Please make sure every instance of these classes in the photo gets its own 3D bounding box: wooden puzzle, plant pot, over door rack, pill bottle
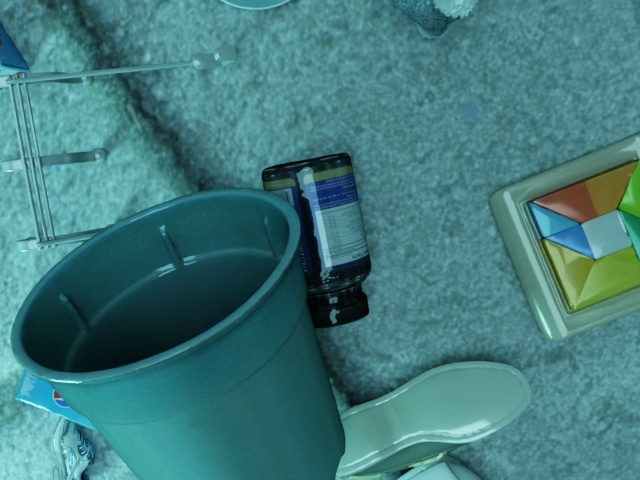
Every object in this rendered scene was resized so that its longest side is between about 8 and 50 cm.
[{"bbox_3d":[0.375,-0.004,1.024,0.239,0.044,0.220,-22,89,8],"label":"wooden puzzle"},{"bbox_3d":[-0.136,0.166,0.938,0.341,0.341,0.334,-16,121,6],"label":"plant pot"},{"bbox_3d":[-0.262,-0.121,1.049,0.324,0.108,0.239,-9,99,-8],"label":"over door rack"},{"bbox_3d":[0.000,0.000,1.026,0.123,0.123,0.219,-10,97,6],"label":"pill bottle"}]

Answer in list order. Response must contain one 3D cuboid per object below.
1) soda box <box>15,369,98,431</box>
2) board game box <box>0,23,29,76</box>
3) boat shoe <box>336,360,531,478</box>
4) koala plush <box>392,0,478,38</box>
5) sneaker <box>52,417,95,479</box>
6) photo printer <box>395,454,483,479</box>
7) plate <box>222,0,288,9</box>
[{"bbox_3d":[-0.320,0.226,1.107,0.210,0.071,0.067,22,98,1],"label":"soda box"},{"bbox_3d":[-0.619,-0.285,1.056,0.302,0.086,0.308,-32,94,8],"label":"board game box"},{"bbox_3d":[0.142,0.251,1.065,0.305,0.091,0.109,-21,62,6],"label":"boat shoe"},{"bbox_3d":[0.131,-0.364,0.939,0.203,0.196,0.221,-16,92,-8],"label":"koala plush"},{"bbox_3d":[-0.362,0.309,1.138,0.058,0.052,0.135,3,105,-6],"label":"sneaker"},{"bbox_3d":[0.192,0.470,1.080,0.307,0.107,0.256,42,99,-2],"label":"photo printer"},{"bbox_3d":[-0.085,-0.404,1.029,0.188,0.024,0.188,1,97,5],"label":"plate"}]
